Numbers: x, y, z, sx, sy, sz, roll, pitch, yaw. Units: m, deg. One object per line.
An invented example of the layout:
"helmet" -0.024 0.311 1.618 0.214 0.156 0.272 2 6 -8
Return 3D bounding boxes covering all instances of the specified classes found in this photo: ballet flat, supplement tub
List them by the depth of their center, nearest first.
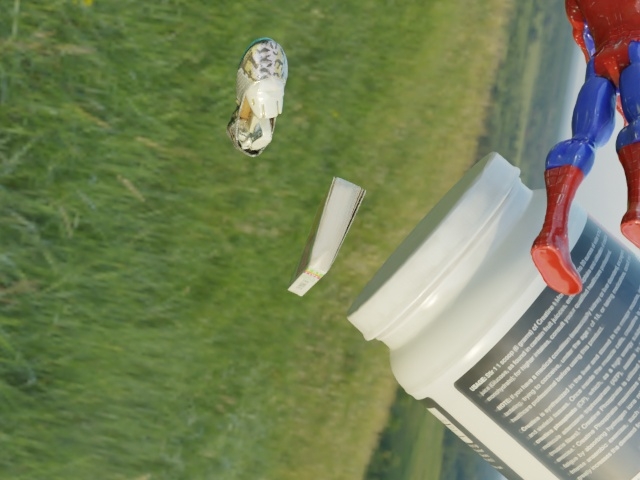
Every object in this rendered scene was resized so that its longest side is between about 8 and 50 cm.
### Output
"ballet flat" -0.043 -0.099 0.788 0.114 0.041 0.041 112 -4 -57
"supplement tub" 0.175 0.084 0.803 0.191 0.272 0.191 -48 -179 1

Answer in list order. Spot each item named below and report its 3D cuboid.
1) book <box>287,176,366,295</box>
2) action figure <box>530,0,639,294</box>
"book" 0.000 0.000 1.119 0.144 0.035 0.096 133 -21 -75
"action figure" 0.203 -0.074 0.678 0.139 0.091 0.280 45 45 -36
